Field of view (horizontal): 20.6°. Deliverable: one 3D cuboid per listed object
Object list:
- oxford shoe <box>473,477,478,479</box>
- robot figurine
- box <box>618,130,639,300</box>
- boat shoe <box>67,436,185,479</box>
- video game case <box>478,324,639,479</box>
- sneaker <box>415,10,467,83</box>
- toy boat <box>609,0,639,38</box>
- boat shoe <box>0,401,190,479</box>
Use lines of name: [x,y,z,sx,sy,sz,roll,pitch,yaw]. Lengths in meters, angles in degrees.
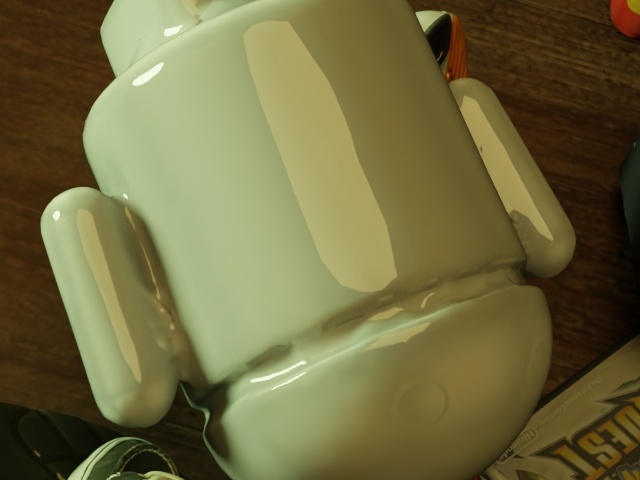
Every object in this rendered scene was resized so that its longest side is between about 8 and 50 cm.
oxford shoe: [0.093,0.243,0.991,0.098,0.097,0.271,-27,59,-7]
robot figurine: [0.000,0.000,0.962,0.300,0.200,0.353,-18,78,-23]
box: [0.403,-0.080,1.080,0.343,0.312,0.179,15,34,-6]
boat shoe: [-0.083,0.154,0.864,0.078,0.070,0.219,35,19,-17]
video game case: [0.263,0.161,1.099,0.275,0.035,0.248,-32,69,-27]
sneaker: [-0.015,-0.055,1.161,0.121,0.099,0.262,21,61,35]
toy boat: [0.371,-0.176,1.267,0.318,0.148,0.267,12,57,-4]
boat shoe: [-0.184,0.160,0.962,0.324,0.120,0.122,28,30,-15]
